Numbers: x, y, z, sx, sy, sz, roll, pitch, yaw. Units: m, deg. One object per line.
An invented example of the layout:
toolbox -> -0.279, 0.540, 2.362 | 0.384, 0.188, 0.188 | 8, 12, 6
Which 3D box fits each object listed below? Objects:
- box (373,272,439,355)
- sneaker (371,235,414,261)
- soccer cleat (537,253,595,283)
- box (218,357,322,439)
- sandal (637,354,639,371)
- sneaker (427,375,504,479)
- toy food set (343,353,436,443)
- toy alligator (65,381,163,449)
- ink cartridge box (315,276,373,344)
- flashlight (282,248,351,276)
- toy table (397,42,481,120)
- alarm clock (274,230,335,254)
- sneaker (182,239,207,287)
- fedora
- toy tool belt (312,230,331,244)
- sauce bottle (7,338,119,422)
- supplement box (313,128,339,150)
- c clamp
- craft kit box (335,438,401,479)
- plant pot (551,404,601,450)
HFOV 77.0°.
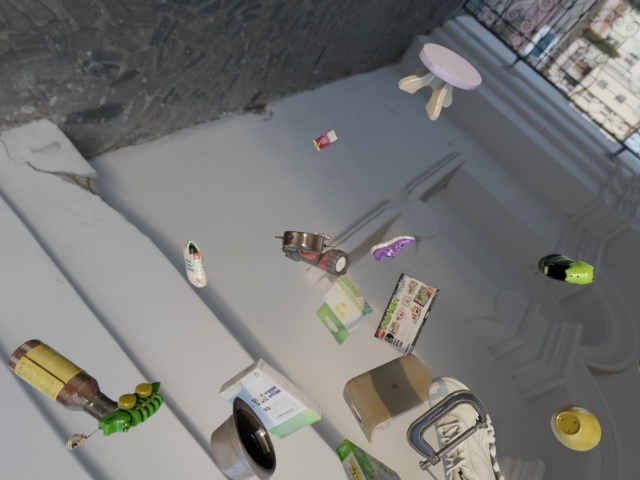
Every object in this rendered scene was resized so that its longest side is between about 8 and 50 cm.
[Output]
box -> 0.246, 0.210, 1.156 | 0.036, 0.114, 0.206 | 16, 99, -56
sneaker -> 0.279, 0.033, 1.530 | 0.170, 0.071, 0.068 | -22, 164, 10
soccer cleat -> 0.520, 0.061, 0.889 | 0.179, 0.073, 0.060 | -97, -172, -87
box -> -0.184, 0.597, 1.498 | 0.232, 0.322, 0.058 | -39, -165, 27
sandal -> 0.908, 0.372, 0.961 | 0.126, 0.138, 0.317 | -44, -165, 17
sneaker -> 0.280, 0.413, 0.782 | 0.118, 0.291, 0.110 | 10, 144, -46
toy food set -> 0.250, 0.510, 1.322 | 0.306, 0.092, 0.220 | -20, -156, -12
toy alligator -> -0.327, 0.300, 0.683 | 0.190, 0.052, 0.056 | -27, 131, -67
ink cartridge box -> 0.072, 0.275, 1.524 | 0.056, 0.171, 0.235 | -9, 143, -51
flashlight -> -0.024, 0.051, 1.589 | 0.103, 0.304, 0.103 | -46, 135, -24
toy table -> 0.434, -0.585, 1.479 | 0.161, 0.275, 0.252 | -44, -145, 48
alarm clock -> -0.037, 0.011, 1.265 | 0.192, 0.064, 0.129 | 7, 176, -27
sneaker -> -0.409, 0.074, 1.313 | 0.057, 0.161, 0.075 | -13, 167, -27
fedora -> -0.253, 0.643, 1.263 | 0.124, 0.275, 0.243 | -30, -146, 0
toy tool belt -> 0.000, 0.000, 1.459 | 0.052, 0.083, 0.051 | 22, 86, -44
sauce bottle -> -0.752, 0.429, 1.197 | 0.111, 0.345, 0.111 | -56, 174, -10
supplement box -> 0.021, -0.359, 1.447 | 0.083, 0.043, 0.055 | -27, -174, 10
c clamp -> 0.216, 0.323, 0.671 | 0.160, 0.137, 0.022 | -45, -167, 7
craft kit box -> 0.178, 0.716, 1.139 | 0.061, 0.250, 0.247 | -49, -158, -3
plant pot -> 0.775, 0.569, 1.240 | 0.134, 0.134, 0.095 | -46, 131, 12
